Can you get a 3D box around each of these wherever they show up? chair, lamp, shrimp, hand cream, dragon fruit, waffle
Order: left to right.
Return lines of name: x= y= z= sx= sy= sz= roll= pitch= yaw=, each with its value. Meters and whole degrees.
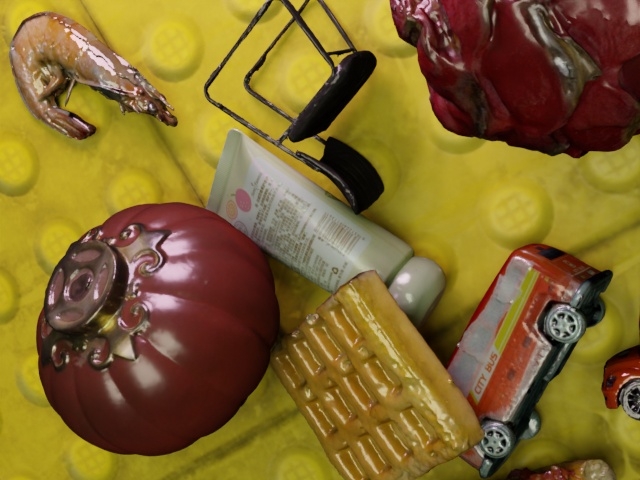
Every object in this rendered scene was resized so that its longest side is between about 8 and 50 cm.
shrimp: x=-0.286 y=-0.186 z=1.478 sx=0.251 sy=0.052 sz=0.143 roll=33 pitch=119 yaw=19
lamp: x=-0.190 y=0.101 z=1.376 sx=0.303 sy=0.257 sz=0.303 roll=-21 pitch=51 yaw=29
hand cream: x=0.000 y=0.000 z=1.385 sx=0.306 sy=0.093 sz=0.147 roll=31 pitch=132 yaw=12
chair: x=0.008 y=-0.152 z=1.332 sx=0.221 sy=0.140 sz=0.145 roll=43 pitch=111 yaw=6
waffle: x=0.055 y=0.171 z=1.348 sx=0.221 sy=0.055 sz=0.248 roll=56 pitch=145 yaw=7
dragon fruit: x=0.227 y=-0.231 z=1.152 sx=0.329 sy=0.329 sz=0.329 roll=4 pitch=101 yaw=19

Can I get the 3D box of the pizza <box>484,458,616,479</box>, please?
pizza: x=0.178 y=0.316 z=1.307 sx=0.290 sy=0.229 sz=0.081 roll=-24 pitch=94 yaw=22

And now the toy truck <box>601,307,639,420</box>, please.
toy truck: x=0.417 y=0.107 z=1.252 sx=0.253 sy=0.107 sz=0.114 roll=-14 pitch=93 yaw=19

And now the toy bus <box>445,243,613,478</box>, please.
toy bus: x=0.215 y=0.131 z=1.326 sx=0.120 sy=0.121 sz=0.265 roll=32 pitch=110 yaw=20
